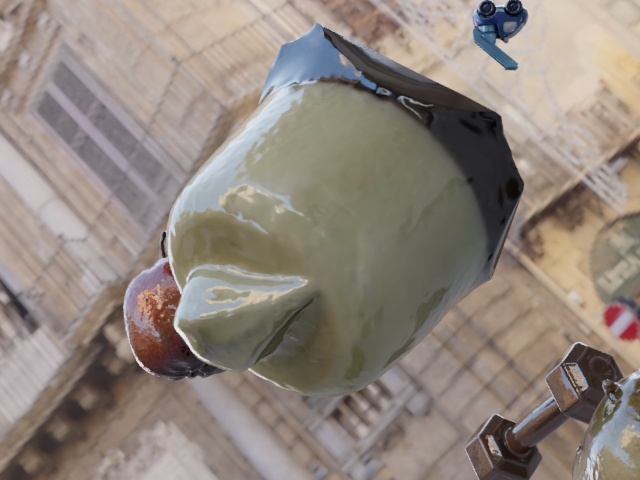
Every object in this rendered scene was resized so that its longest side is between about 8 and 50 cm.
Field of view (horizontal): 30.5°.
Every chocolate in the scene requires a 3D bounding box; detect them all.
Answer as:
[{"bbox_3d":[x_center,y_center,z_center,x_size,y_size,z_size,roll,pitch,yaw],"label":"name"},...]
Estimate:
[{"bbox_3d":[0.000,0.000,1.215,0.297,0.314,0.326,-42,-24,-47],"label":"chocolate"}]

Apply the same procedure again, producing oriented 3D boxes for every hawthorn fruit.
[{"bbox_3d":[-0.174,0.080,1.478,0.157,0.194,0.157,-19,-11,-4],"label":"hawthorn fruit"}]

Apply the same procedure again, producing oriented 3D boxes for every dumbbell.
[{"bbox_3d":[0.257,0.206,1.352,0.231,0.092,0.082,-52,23,44],"label":"dumbbell"}]

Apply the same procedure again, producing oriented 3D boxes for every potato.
[{"bbox_3d":[0.217,0.147,0.838,0.172,0.089,0.100,-48,-10,26],"label":"potato"}]

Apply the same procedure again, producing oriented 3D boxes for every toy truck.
[{"bbox_3d":[0.236,-0.267,1.532,0.073,0.090,0.056,-2,0,10],"label":"toy truck"}]
